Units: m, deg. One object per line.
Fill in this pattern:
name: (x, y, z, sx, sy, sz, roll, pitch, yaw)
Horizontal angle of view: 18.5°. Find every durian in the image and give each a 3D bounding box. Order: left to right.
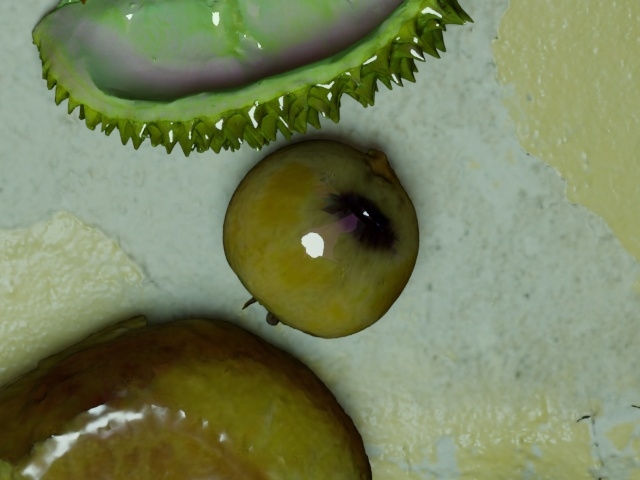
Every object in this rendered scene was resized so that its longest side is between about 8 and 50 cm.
durian: (-0.032, -0.158, 1.441, 0.356, 0.157, 0.169, -23, 91, 3)

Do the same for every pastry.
pastry: (-0.130, 0.221, 1.500, 0.356, 0.164, 0.356, -4, 105, -16)

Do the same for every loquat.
loquat: (0.000, 0.000, 1.486, 0.163, 0.137, 0.163, -9, 118, -17)
